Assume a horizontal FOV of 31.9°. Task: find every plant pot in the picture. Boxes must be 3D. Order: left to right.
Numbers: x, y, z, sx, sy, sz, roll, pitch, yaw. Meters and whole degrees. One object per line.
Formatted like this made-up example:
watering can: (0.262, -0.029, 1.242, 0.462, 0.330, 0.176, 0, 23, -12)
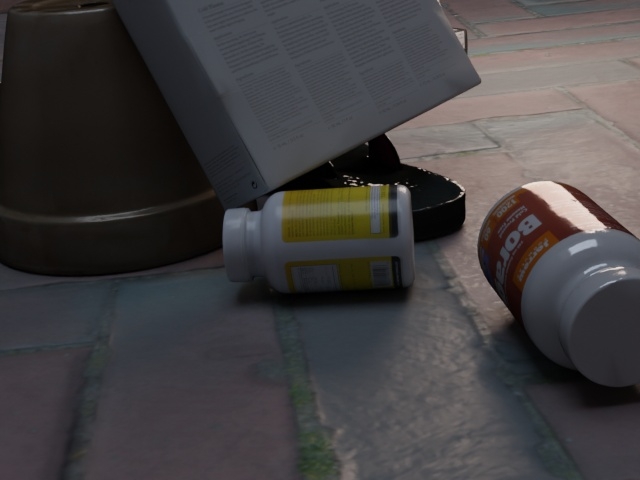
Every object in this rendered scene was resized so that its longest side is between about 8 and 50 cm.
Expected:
plant pot: (-0.246, -0.145, 1.319, 0.323, 0.280, 0.323, -4, 21, 1)

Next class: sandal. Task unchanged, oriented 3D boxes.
sandal: (0.024, -0.112, 1.404, 0.167, 0.107, 0.446, -18, 24, -29)

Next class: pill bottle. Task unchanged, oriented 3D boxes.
pill bottle: (0.000, 0.000, 1.112, 0.184, 0.103, 0.103, -3, 20, 6)
pill bottle: (0.215, 0.034, 0.938, 0.121, 0.121, 0.216, -7, 20, -5)

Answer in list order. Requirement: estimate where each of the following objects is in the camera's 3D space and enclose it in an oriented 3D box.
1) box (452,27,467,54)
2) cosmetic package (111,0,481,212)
box: (0.139, -0.372, 2.162, 0.231, 0.056, 0.183, -16, 23, -28)
cosmetic package: (-0.018, -0.233, 1.272, 0.377, 0.284, 0.097, -29, 4, -39)
